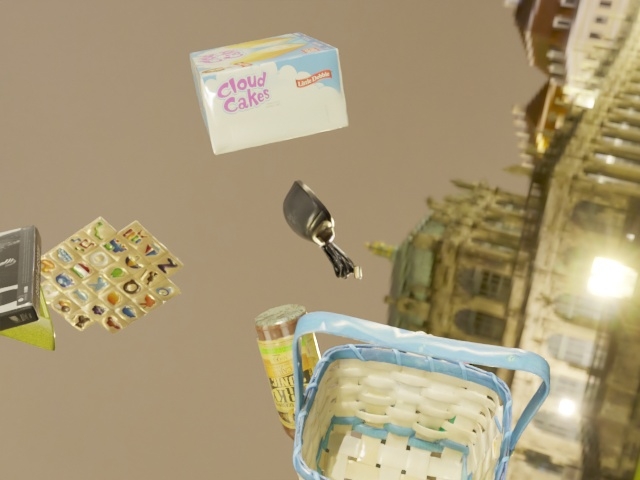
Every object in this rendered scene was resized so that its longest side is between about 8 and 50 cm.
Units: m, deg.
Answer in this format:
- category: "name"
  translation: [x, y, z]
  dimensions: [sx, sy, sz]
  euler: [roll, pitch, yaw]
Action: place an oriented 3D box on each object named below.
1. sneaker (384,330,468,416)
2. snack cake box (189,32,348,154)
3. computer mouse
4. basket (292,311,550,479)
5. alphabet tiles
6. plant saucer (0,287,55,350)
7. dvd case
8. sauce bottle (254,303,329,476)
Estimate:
- category: "sneaker"
  translation: [0.144, 0.181, 1.259]
  dimensions: [0.208, 0.094, 0.082]
  euler: [-34, -49, -58]
- category: "snack cake box"
  translation: [-0.070, -0.182, 1.099]
  dimensions: [0.264, 0.152, 0.089]
  euler: [-123, 22, -70]
- category: "computer mouse"
  translation: [0.000, 0.000, 1.601]
  dimensions: [0.060, 0.184, 0.262]
  euler: [-39, -8, -6]
- category: "basket"
  translation: [0.086, 0.193, 0.991]
  dimensions: [0.289, 0.254, 0.201]
  euler: [99, -175, -50]
- category: "alphabet tiles"
  translation: [-0.513, 0.091, 2.227]
  dimensions: [0.285, 0.342, 0.011]
  euler: [47, -158, -31]
- category: "plant saucer"
  translation: [-0.565, 0.102, 1.668]
  dimensions: [0.188, 0.188, 0.045]
  euler: [28, -73, -39]
- category: "dvd case"
  translation: [-0.431, 0.063, 1.024]
  dimensions: [0.179, 0.238, 0.030]
  euler: [-116, 13, -57]
- category: "sauce bottle"
  translation: [-0.033, 0.297, 1.767]
  dimensions: [0.111, 0.111, 0.345]
  euler: [-35, -68, -61]
